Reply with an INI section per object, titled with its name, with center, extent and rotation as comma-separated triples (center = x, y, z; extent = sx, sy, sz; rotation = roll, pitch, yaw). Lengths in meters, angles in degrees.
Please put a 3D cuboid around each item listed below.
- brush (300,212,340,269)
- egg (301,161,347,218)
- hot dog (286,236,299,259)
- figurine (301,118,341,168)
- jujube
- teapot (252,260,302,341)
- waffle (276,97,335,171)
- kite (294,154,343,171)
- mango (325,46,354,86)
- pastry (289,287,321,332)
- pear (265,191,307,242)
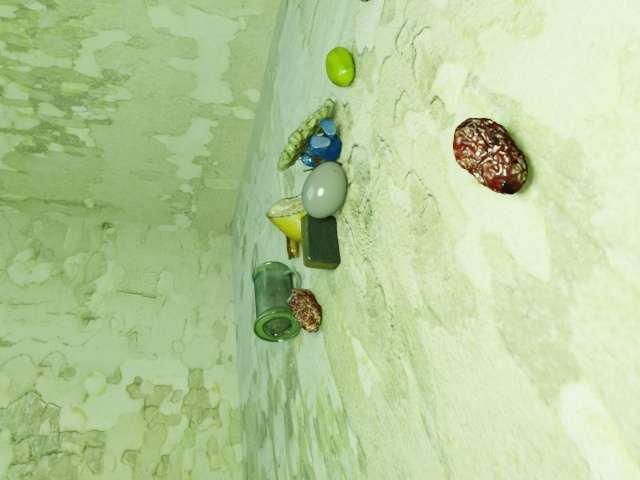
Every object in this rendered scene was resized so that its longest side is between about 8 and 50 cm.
[brush]
center = 0.000, 0.000, 1.573
extent = 0.059, 0.123, 0.197
rotation = 132, 138, -56
[egg]
center = 0.015, -0.169, 1.536
extent = 0.198, 0.147, 0.146
rotation = -68, 17, -8
[hot dog]
center = -0.123, 0.004, 2.035
extent = 0.072, 0.055, 0.188
rotation = 117, 151, -54
[figurine]
center = 0.008, -0.323, 1.654
extent = 0.164, 0.121, 0.262
rotation = -50, -1, -4
[jujube]
center = 0.296, -0.144, 0.799
extent = 0.104, 0.104, 0.165
rotation = 117, 141, -48
[teapot]
center = -0.182, 0.231, 1.979
extent = 0.270, 0.200, 0.336
rotation = -44, 36, 24
[waffle]
center = -0.052, -0.387, 1.701
extent = 0.292, 0.056, 0.309
rotation = -47, -1, -22
[kite]
center = 0.007, -0.258, 1.623
extent = 0.160, 0.183, 0.010
rotation = -6, 67, 27
[mango]
center = 0.066, -0.596, 1.586
extent = 0.117, 0.089, 0.163
rotation = 121, 148, -52
[pastry]
center = -0.054, 0.254, 1.699
extent = 0.097, 0.115, 0.208
rotation = -66, 22, 16
[pear]
center = -0.078, -0.073, 1.762
extent = 0.267, 0.267, 0.177
rotation = -135, 29, -66
